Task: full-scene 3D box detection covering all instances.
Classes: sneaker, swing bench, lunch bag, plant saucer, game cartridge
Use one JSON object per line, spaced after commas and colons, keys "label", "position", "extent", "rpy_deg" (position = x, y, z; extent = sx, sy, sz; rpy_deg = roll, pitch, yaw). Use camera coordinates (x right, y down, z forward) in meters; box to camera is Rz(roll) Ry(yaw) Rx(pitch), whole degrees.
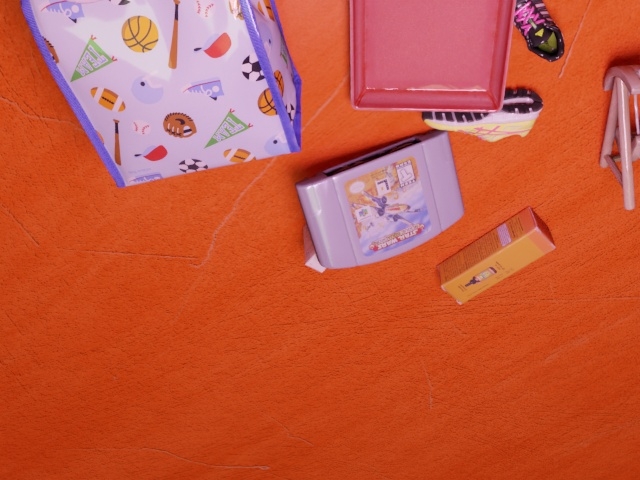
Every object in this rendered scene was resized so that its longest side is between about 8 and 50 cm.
{"label": "sneaker", "position": [0.347, -0.353, 1.321], "extent": [0.063, 0.074, 0.170], "rpy_deg": [-34, 124, 24]}
{"label": "sneaker", "position": [0.283, -0.209, 1.443], "extent": [0.209, 0.081, 0.094], "rpy_deg": [1, 145, 4]}
{"label": "swing bench", "position": [0.633, -0.215, 1.406], "extent": [0.253, 0.165, 0.254], "rpy_deg": [-8, 125, 5]}
{"label": "lunch bag", "position": [-0.226, -0.306, 1.226], "extent": [0.328, 0.238, 0.385], "rpy_deg": [-13, 138, 10]}
{"label": "plant saucer", "position": [0.178, -0.333, 1.331], "extent": [0.259, 0.047, 0.259], "rpy_deg": [2, 130, 5]}
{"label": "game cartridge", "position": [0.118, -0.067, 1.493], "extent": [0.297, 0.062, 0.198], "rpy_deg": [-22, 111, -9]}

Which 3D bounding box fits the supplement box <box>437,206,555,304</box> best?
{"label": "supplement box", "position": [0.353, 0.033, 1.657], "extent": [0.233, 0.080, 0.078], "rpy_deg": [-36, 123, 23]}

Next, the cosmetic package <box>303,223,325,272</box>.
{"label": "cosmetic package", "position": [0.000, 0.000, 1.580], "extent": [0.041, 0.115, 0.060], "rpy_deg": [28, 124, -25]}

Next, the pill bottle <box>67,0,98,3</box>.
{"label": "pill bottle", "position": [-0.346, -0.497, 0.959], "extent": [0.224, 0.224, 0.392], "rpy_deg": [-42, 87, 28]}
